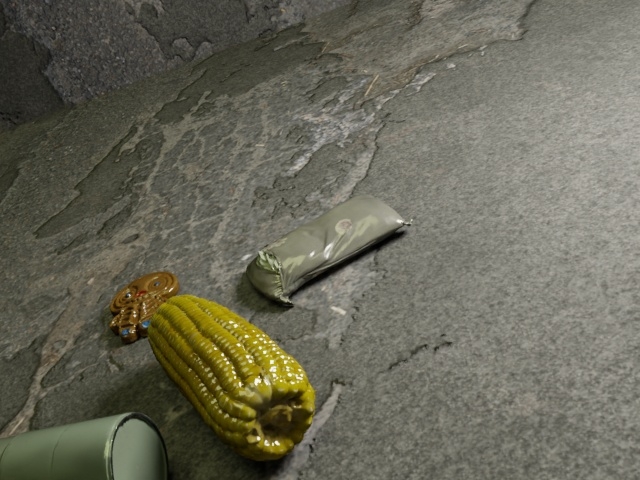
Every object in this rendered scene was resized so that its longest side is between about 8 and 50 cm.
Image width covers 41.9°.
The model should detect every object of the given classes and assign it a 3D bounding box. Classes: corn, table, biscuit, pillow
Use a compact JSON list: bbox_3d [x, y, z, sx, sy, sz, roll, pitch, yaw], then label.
[{"bbox_3d":[-0.128,0.157,1.062,0.131,0.131,0.344,-35,30,-19],"label":"corn"},{"bbox_3d":[-0.303,0.281,0.980,0.220,0.126,0.126,-14,30,18],"label":"table"},{"bbox_3d":[-0.292,0.102,1.374,0.124,0.026,0.175,-22,29,4],"label":"biscuit"},{"bbox_3d":[0.000,0.000,1.301,0.255,0.059,0.169,-31,27,-12],"label":"pillow"}]
